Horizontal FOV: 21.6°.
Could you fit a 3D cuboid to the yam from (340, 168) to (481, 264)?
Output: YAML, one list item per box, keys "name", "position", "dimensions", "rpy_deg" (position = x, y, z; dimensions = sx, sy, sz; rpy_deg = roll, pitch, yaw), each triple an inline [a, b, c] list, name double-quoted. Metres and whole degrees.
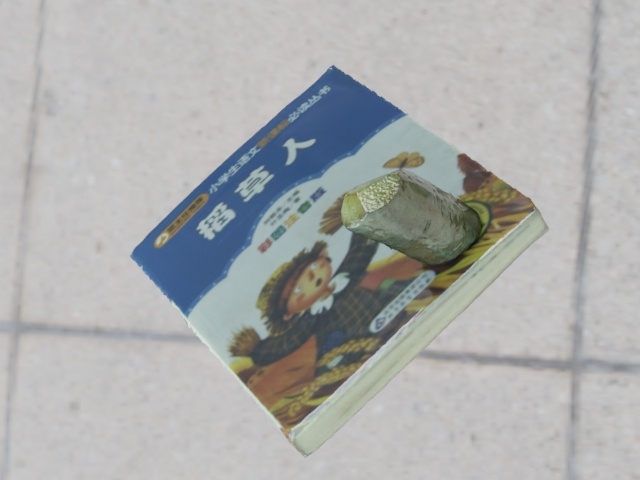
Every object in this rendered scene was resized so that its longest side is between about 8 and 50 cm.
- name: "yam"
  position: [0.073, -0.024, 1.426]
  dimensions: [0.070, 0.146, 0.069]
  rpy_deg: [-18, 62, 36]

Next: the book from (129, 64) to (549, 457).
- name: "book"
  position: [0.000, 0.000, 1.611]
  dimensions: [0.300, 0.039, 0.428]
  rpy_deg: [-44, 34, -3]
